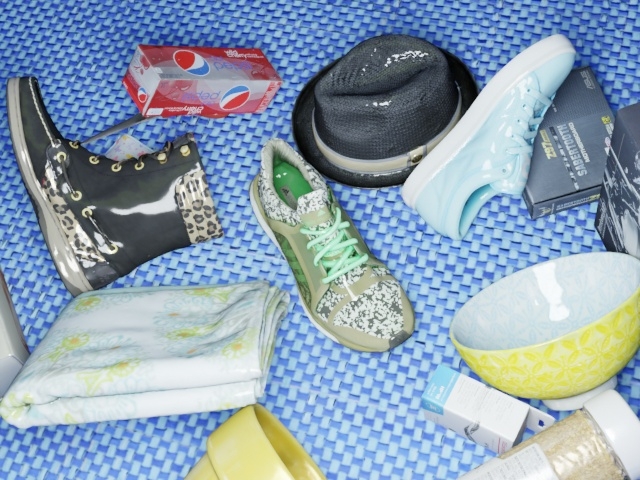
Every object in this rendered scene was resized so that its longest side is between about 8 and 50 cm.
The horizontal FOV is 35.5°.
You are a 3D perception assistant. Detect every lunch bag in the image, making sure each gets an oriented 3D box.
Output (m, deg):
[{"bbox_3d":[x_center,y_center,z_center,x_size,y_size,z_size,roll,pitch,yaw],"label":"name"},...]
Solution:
[{"bbox_3d":[-0.336,-0.142,1.766,0.083,0.053,0.071,32,74,12],"label":"lunch bag"}]

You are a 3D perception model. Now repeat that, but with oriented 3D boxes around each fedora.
[{"bbox_3d":[0.105,-0.248,1.698,0.334,0.152,0.333,-3,62,7],"label":"fedora"}]

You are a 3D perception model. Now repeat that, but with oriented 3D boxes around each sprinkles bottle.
[{"bbox_3d":[0.277,0.339,1.357,0.355,0.121,0.121,-31,62,3],"label":"sprinkles bottle"}]

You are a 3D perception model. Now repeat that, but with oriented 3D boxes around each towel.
[{"bbox_3d":[-0.243,0.154,1.475,0.375,0.090,0.320,-7,17,6],"label":"towel"}]

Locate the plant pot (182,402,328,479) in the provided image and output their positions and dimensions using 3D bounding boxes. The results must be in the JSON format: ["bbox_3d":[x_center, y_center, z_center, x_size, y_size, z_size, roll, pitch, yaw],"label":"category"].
[{"bbox_3d":[-0.108,0.390,1.356,0.239,0.254,0.254,-38,64,-1],"label":"plant pot"}]

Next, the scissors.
[{"bbox_3d":[-0.296,-0.237,1.794,0.297,0.021,0.109,-15,60,-12],"label":"scissors"}]

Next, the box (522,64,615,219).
[{"bbox_3d":[0.400,-0.165,1.664,0.184,0.059,0.232,-16,62,1],"label":"box"}]

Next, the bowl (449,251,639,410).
[{"bbox_3d":[0.346,0.149,1.438,0.290,0.289,0.156,-24,105,-4],"label":"bowl"}]

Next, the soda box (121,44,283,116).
[{"bbox_3d":[-0.199,-0.274,1.715,0.263,0.083,0.092,-7,53,-42],"label":"soda box"}]

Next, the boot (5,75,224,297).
[{"bbox_3d":[-0.342,-0.120,1.658,0.284,0.138,0.377,-18,88,-5],"label":"boot"}]

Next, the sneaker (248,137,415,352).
[{"bbox_3d":[0.000,0.000,1.569,0.158,0.182,0.410,-33,64,-9],"label":"sneaker"}]

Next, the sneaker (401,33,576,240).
[{"bbox_3d":[0.297,-0.149,1.583,0.150,0.135,0.366,49,115,21],"label":"sneaker"}]

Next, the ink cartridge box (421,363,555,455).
[{"bbox_3d":[0.240,0.256,1.445,0.180,0.104,0.060,24,69,19],"label":"ink cartridge box"}]

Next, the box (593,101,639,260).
[{"bbox_3d":[0.539,0.001,1.399,0.179,0.343,0.312,-18,61,0],"label":"box"}]

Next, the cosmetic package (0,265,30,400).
[{"bbox_3d":[-0.584,0.117,1.627,0.153,0.129,0.296,-24,62,-5],"label":"cosmetic package"}]
